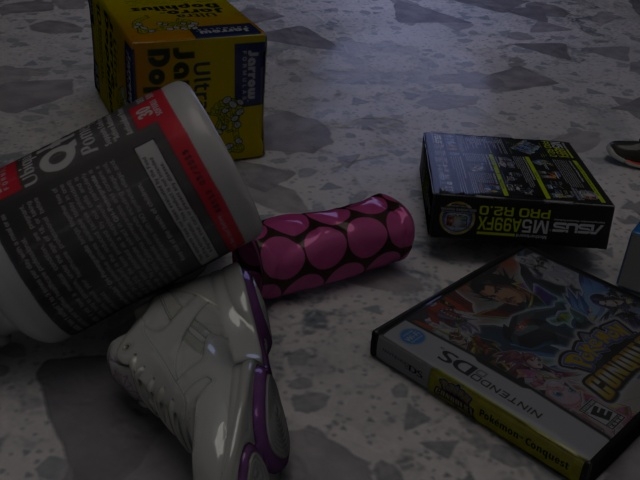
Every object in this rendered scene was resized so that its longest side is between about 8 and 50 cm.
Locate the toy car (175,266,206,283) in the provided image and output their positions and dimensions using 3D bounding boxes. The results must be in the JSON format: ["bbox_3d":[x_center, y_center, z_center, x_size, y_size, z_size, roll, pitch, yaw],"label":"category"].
[{"bbox_3d":[-0.193,-0.042,0.960,0.182,0.136,0.159,7,31,7],"label":"toy car"}]

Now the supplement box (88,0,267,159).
[{"bbox_3d":[-0.235,-0.277,1.295,0.195,0.194,0.356,-10,33,-22],"label":"supplement box"}]

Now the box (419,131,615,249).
[{"bbox_3d":[0.246,-0.074,1.096,0.217,0.060,0.270,5,24,2],"label":"box"}]

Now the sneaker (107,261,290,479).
[{"bbox_3d":[-0.111,0.135,0.724,0.152,0.114,0.305,-14,28,-2],"label":"sneaker"}]

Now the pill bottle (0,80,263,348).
[{"bbox_3d":[-0.232,-0.010,0.803,0.319,0.176,0.176,-28,37,-6],"label":"pill bottle"}]

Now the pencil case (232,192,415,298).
[{"bbox_3d":[0.000,0.000,0.954,0.210,0.095,0.098,-11,29,-26],"label":"pencil case"}]

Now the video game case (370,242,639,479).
[{"bbox_3d":[0.233,0.106,0.845,0.275,0.035,0.248,-25,40,-38],"label":"video game case"}]

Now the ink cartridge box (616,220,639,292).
[{"bbox_3d":[0.470,-0.001,1.004,0.134,0.077,0.231,22,35,29],"label":"ink cartridge box"}]

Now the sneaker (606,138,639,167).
[{"bbox_3d":[0.523,-0.147,1.266,0.158,0.064,0.061,7,31,7],"label":"sneaker"}]
